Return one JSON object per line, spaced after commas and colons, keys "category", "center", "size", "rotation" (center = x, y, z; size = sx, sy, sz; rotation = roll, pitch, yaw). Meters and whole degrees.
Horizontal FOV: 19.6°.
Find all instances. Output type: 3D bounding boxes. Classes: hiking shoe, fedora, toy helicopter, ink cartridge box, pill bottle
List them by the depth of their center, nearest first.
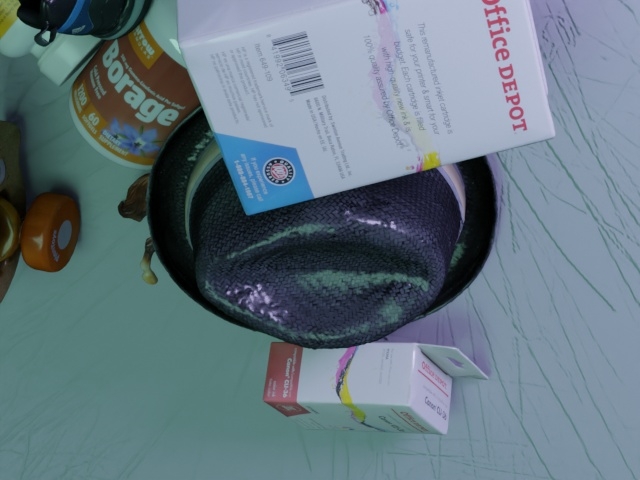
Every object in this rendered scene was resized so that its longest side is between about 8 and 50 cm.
{"category": "ink cartridge box", "center": [0.035, -0.182, 1.530], "size": [0.270, 0.197, 0.198], "rotation": [-14, 134, 6]}
{"category": "hiking shoe", "center": [-0.262, -0.317, 1.656], "size": [0.113, 0.132, 0.304], "rotation": [-39, 75, 34]}
{"category": "fedora", "center": [0.000, 0.000, 1.707], "size": [0.334, 0.152, 0.334], "rotation": [1, 121, 1]}
{"category": "pill bottle", "center": [-0.136, -0.174, 1.734], "size": [0.121, 0.121, 0.216], "rotation": [41, 126, -4]}
{"category": "pill bottle", "center": [-0.295, -0.249, 1.760], "size": [0.208, 0.117, 0.117], "rotation": [44, 126, -6]}
{"category": "toy helicopter", "center": [-0.363, -0.062, 1.807], "size": [0.140, 0.235, 0.355], "rotation": [12, 132, 17]}
{"category": "ink cartridge box", "center": [0.057, 0.148, 1.844], "size": [0.198, 0.067, 0.115], "rotation": [-1, 160, 24]}

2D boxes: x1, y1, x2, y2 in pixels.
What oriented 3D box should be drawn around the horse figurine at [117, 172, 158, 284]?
{"category": "horse figurine", "center": [-0.089, -0.013, 1.847], "size": [0.263, 0.066, 0.174], "rotation": [17, 130, 10]}
